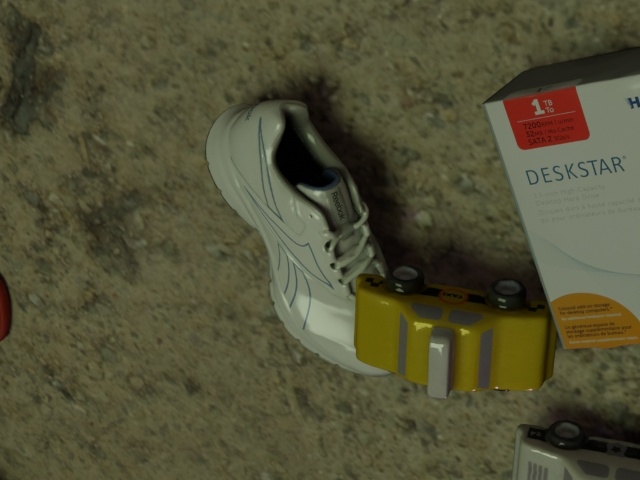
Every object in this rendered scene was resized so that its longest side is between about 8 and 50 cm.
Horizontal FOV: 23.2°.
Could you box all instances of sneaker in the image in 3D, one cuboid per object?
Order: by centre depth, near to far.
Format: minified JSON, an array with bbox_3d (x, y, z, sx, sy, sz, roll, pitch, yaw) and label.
[{"bbox_3d":[0.000,0.000,1.457,0.297,0.111,0.129,57,154,-7],"label":"sneaker"}]

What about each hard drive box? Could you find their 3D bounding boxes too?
[{"bbox_3d":[0.260,-0.036,1.286,0.181,0.089,0.232,-9,109,38],"label":"hard drive box"}]

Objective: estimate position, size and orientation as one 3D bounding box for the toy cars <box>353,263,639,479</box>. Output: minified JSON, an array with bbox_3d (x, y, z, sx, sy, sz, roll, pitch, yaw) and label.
[{"bbox_3d":[0.187,0.163,1.398,0.394,0.087,0.176,43,123,-9],"label":"toy cars"}]

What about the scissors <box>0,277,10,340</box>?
[{"bbox_3d":[-0.407,-0.011,1.828,0.109,0.021,0.297,25,126,25],"label":"scissors"}]
